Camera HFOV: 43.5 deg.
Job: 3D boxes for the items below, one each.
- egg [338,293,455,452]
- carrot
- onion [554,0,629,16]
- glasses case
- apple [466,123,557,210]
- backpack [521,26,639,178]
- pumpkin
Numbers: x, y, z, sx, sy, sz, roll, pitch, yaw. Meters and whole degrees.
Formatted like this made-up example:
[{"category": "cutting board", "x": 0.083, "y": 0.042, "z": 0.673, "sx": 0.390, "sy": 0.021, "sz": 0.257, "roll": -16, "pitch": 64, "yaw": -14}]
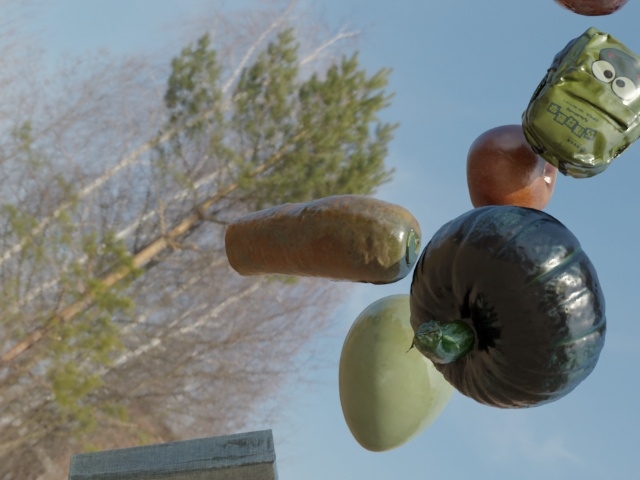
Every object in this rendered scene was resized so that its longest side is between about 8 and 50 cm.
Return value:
[{"category": "egg", "x": 0.139, "y": 0.242, "z": 1.451, "sx": 0.218, "sy": 0.296, "sz": 0.218, "roll": 16, "pitch": 0, "yaw": 0}, {"category": "carrot", "x": 0.000, "y": 0.000, "z": 1.203, "sx": 0.301, "sy": 0.139, "sz": 0.139, "roll": -4, "pitch": -54, "yaw": 25}, {"category": "onion", "x": 0.410, "y": -0.439, "z": 1.275, "sx": 0.194, "sy": 0.160, "sz": 0.160, "roll": 7, "pitch": -35, "yaw": 2}, {"category": "glasses case", "x": -0.146, "y": 0.239, "z": 0.819, "sx": 0.047, "sy": 0.204, "sz": 0.071, "roll": -102, "pitch": -173, "yaw": -47}, {"category": "apple", "x": 0.377, "y": -0.131, "z": 1.566, "sx": 0.162, "sy": 0.201, "sz": 0.201, "roll": -2, "pitch": -53, "yaw": 25}, {"category": "backpack", "x": 0.469, "y": -0.231, "z": 1.404, "sx": 0.207, "sy": 0.253, "sz": 0.140, "roll": 38, "pitch": -14, "yaw": 9}, {"category": "pumpkin", "x": 0.194, "y": 0.089, "z": 0.945, "sx": 0.248, "sy": 0.248, "sz": 0.248, "roll": 39, "pitch": -28, "yaw": 26}]
